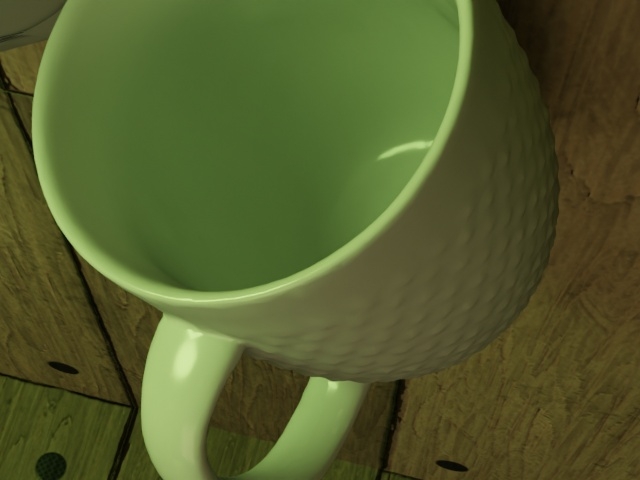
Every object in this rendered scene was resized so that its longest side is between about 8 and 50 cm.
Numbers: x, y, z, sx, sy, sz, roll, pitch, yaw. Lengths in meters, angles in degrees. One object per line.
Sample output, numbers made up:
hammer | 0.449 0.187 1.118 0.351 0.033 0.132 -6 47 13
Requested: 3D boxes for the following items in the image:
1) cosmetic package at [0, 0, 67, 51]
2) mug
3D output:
cosmetic package | -0.294 -0.170 0.746 0.377 0.097 0.284 -20 169 -25
mug | 0.000 0.000 0.871 0.276 0.374 0.328 17 169 28
